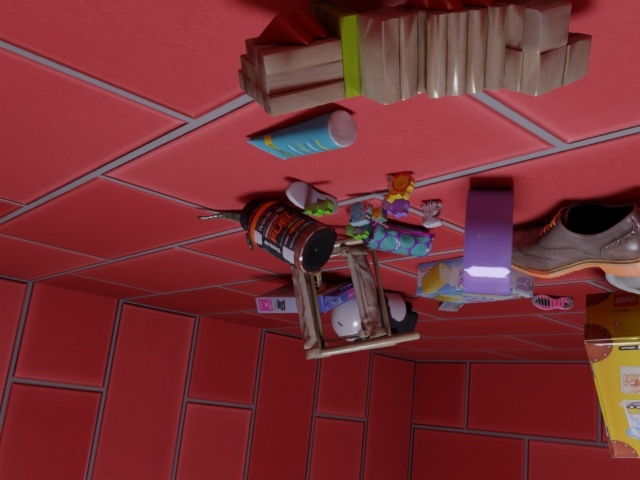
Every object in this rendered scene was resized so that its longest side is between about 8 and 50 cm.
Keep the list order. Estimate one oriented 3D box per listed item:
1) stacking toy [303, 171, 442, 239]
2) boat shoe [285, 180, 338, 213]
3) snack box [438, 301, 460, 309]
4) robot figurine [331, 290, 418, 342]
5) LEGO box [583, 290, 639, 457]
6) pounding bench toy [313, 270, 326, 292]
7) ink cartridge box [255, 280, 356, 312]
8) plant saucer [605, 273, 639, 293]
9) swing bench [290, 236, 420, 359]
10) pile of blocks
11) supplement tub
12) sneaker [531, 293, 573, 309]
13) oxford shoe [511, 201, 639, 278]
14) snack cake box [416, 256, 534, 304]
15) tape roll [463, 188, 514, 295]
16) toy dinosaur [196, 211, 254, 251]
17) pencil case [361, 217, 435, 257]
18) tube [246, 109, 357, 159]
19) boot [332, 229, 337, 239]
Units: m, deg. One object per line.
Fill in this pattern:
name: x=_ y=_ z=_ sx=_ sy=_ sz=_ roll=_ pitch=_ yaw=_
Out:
stacking toy: x=0.105 y=-0.060 z=1.287 sx=0.221 sy=0.052 sz=0.167 roll=-10 pitch=157 yaw=30
boat shoe: x=-0.023 y=-0.077 z=1.317 sx=0.040 sy=0.049 sz=0.142 roll=-6 pitch=163 yaw=40
snack box: x=0.435 y=0.212 z=2.266 sx=0.064 sy=0.022 sz=0.178 roll=6 pitch=165 yaw=4
robot figurine: x=0.171 y=0.250 z=2.202 sx=0.278 sy=0.174 sz=0.209 roll=6 pitch=168 yaw=-19
LEGO box: x=0.888 y=0.296 z=1.532 sx=0.500 sy=0.193 sz=0.372 roll=-8 pitch=118 yaw=28
pounding bench toy: x=-0.018 y=0.117 z=2.028 sx=0.052 sy=0.065 sz=0.083 roll=-5 pitch=-171 yaw=34
ink cartridge box: x=-0.025 y=0.173 z=2.097 sx=0.311 sy=0.065 sz=0.186 roll=-7 pitch=-172 yaw=36
plant saucer: x=0.760 y=0.030 z=1.301 sx=0.400 sy=0.101 sz=0.400 roll=5 pitch=165 yaw=1
swing bench: x=0.057 y=0.124 z=1.531 sx=0.254 sy=0.253 sz=0.165 roll=-6 pitch=168 yaw=-16
pile of blocks: x=0.089 y=-0.215 z=0.694 sx=0.362 sy=0.149 sz=0.113 roll=-4 pitch=122 yaw=2
supplement tub: x=-0.073 y=-0.017 z=1.366 sx=0.198 sy=0.106 sz=0.106 roll=27 pitch=179 yaw=35
sneaker: x=0.691 y=0.187 z=2.040 sx=0.119 sy=0.047 sz=0.057 roll=6 pitch=177 yaw=5
oxford shoe: x=0.470 y=-0.016 z=1.281 sx=0.133 sy=0.130 sz=0.363 roll=48 pitch=153 yaw=-21
snack cake box: x=0.392 y=0.102 z=1.741 sx=0.152 sy=0.089 sz=0.264 roll=17 pitch=162 yaw=-32
tape roll: x=0.300 y=0.003 z=1.210 sx=0.080 sy=0.189 sz=0.189 roll=2 pitch=165 yaw=16
toy dinosaur: x=-0.131 y=-0.030 z=1.515 sx=0.268 sy=0.064 sz=0.118 roll=1 pitch=150 yaw=20
pencil case: x=0.166 y=-0.007 z=1.469 sx=0.151 sy=0.064 sz=0.070 roll=11 pitch=140 yaw=-21
tube: x=-0.029 y=-0.155 z=1.041 sx=0.080 sy=0.052 sz=0.207 roll=28 pitch=162 yaw=-32
boot: x=0.000 y=0.000 z=1.626 sx=0.106 sy=0.037 sz=0.114 roll=1 pitch=168 yaw=14
